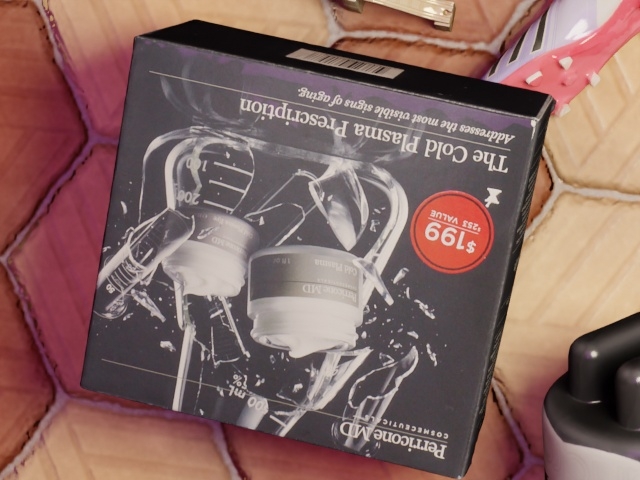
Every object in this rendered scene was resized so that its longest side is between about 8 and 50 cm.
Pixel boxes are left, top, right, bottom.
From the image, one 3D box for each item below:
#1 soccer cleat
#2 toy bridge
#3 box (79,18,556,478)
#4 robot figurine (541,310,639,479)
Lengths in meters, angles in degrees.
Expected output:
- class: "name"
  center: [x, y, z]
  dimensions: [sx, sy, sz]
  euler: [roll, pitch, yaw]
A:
- class: "soccer cleat"
  center: [0.226, -0.191, 1.568]
  dimensions: [0.248, 0.083, 0.095]
  euler: [-39, 51, 10]
- class: "toy bridge"
  center: [0.030, -0.228, 1.595]
  dimensions: [0.188, 0.063, 0.026]
  euler: [14, 89, 8]
- class: "box"
  center: [0.000, 0.000, 1.495]
  dimensions: [0.343, 0.179, 0.313]
  euler: [12, 104, 9]
- class: "robot figurine"
  center: [0.275, 0.202, 1.453]
  dimensions: [0.173, 0.209, 0.278]
  euler: [-3, 114, 9]
